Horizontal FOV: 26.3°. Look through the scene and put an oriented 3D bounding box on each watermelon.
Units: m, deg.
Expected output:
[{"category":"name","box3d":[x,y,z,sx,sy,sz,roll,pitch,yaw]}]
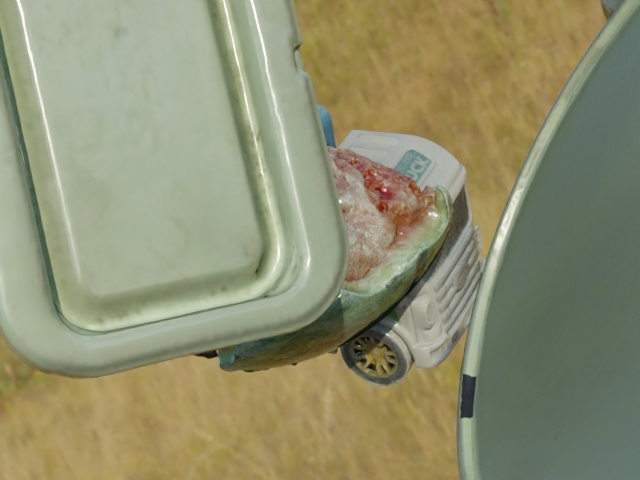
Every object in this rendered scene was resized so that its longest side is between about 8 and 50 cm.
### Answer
[{"category":"watermelon","box3d":[0.000,0.000,0.879,0.187,0.139,0.071,-33,3,-18]}]

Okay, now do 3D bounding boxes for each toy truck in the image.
[{"category":"toy truck","box3d":[-0.059,-0.010,1.068,0.367,0.175,0.146,9,38,24]}]

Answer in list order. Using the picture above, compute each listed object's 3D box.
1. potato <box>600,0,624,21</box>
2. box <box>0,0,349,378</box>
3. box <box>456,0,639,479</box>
[{"category":"potato","box3d":[0.282,-0.201,0.897,0.235,0.178,0.160,-55,2,35]},{"category":"box","box3d":[-0.122,-0.091,0.717,0.175,0.311,0.182,-12,-1,-23]},{"category":"box","box3d":[0.161,0.020,0.412,0.226,0.149,0.226,-159,90,-75]}]
